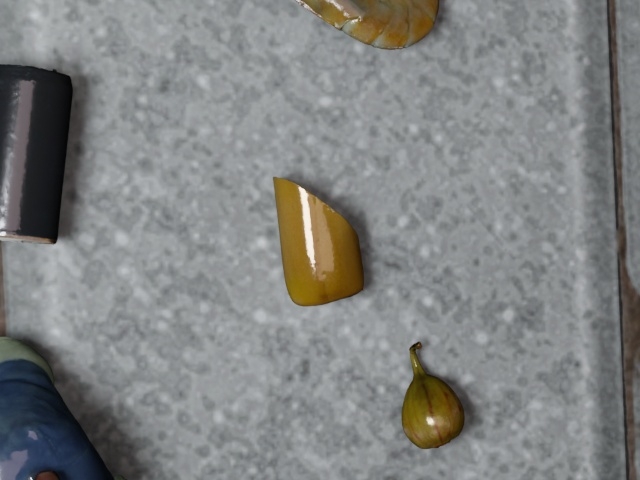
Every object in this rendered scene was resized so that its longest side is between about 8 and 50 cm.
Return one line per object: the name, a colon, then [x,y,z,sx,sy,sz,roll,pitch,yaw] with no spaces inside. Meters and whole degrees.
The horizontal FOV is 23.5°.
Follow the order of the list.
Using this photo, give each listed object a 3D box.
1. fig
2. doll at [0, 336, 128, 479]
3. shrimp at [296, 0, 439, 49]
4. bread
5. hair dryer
fig: [0.084,0.121,1.199,0.050,0.050,0.083,-13,83,-13]
doll: [-0.268,0.207,1.075,0.258,0.154,0.228,-31,101,-4]
shrimp: [0.020,-0.210,1.179,0.162,0.045,0.095,29,85,-8]
bread: [0.000,-0.002,1.175,0.062,0.049,0.103,-8,94,-13]
hair dryer: [-0.307,-0.077,1.097,0.255,0.070,0.128,9,88,-9]
